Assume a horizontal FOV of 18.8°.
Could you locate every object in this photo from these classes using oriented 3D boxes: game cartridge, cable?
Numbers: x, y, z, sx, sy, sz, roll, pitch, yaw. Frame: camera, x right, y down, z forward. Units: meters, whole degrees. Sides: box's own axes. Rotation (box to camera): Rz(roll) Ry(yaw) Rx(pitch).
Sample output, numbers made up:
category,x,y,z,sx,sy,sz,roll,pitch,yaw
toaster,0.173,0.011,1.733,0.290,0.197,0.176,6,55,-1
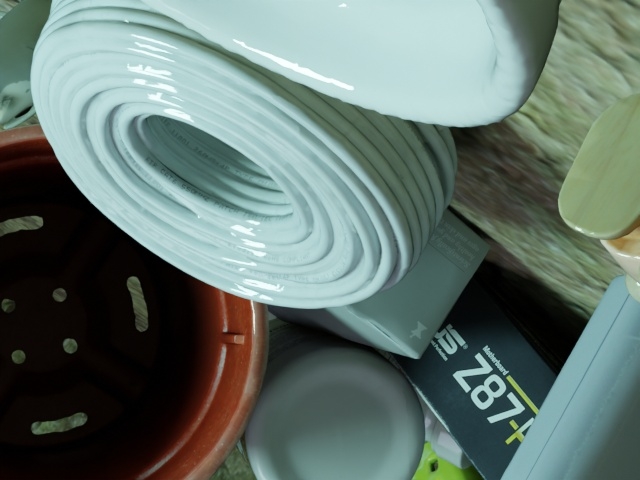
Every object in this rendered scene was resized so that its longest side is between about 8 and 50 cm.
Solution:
category,x,y,z,sx,sy,sz,roll,pitch,yaw
game cartridge,0.239,0.158,1.111,0.294,0.196,0.060,38,170,-29
cable,-0.050,-0.063,1.105,0.257,0.089,0.257,4,145,44

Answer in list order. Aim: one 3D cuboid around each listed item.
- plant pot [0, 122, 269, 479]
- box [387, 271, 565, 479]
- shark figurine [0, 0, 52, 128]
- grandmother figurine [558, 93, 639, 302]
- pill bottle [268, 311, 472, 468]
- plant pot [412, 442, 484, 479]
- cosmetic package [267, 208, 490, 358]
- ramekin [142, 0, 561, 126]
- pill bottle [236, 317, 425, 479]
category,x,y,z,sx,sy,sz,roll,pitch,yaw
plant pot,-0.191,0.063,1.368,0.272,0.272,0.265,34,173,-8
box,0.224,0.212,1.416,0.395,0.097,0.318,45,-172,-46
shark figurine,-0.184,-0.154,1.290,0.116,0.166,0.278,60,-176,-8
grandmother figurine,0.238,0.071,0.951,0.342,0.104,0.208,46,-171,-48
pill bottle,0.055,0.107,1.651,0.208,0.117,0.117,29,169,21
plant pot,0.153,0.306,1.718,0.228,0.227,0.207,21,-159,-24
cosmetic package,0.000,0.000,1.363,0.127,0.107,0.238,39,166,-23
ramekin,-0.025,-0.164,0.557,0.277,0.135,0.277,32,170,6
pill bottle,-0.008,0.127,1.482,0.131,0.131,0.229,35,180,-13
